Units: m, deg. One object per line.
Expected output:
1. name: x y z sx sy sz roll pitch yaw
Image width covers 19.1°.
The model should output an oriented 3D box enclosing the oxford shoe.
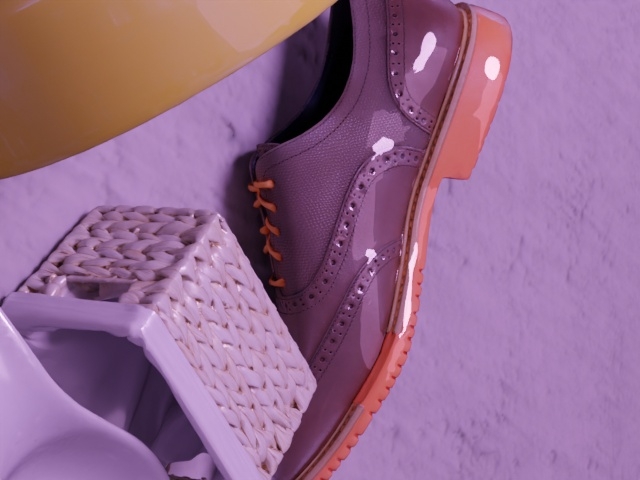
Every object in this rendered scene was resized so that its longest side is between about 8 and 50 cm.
1. oxford shoe: 0.000 0.000 1.241 0.132 0.130 0.364 22 83 -18

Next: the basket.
1. basket: -0.090 0.068 1.113 0.103 0.113 0.167 -58 136 -35

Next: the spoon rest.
1. spoon rest: -0.162 0.120 1.038 0.137 0.084 0.276 -39 123 -23

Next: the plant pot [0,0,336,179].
1. plant pot: -0.128 -0.195 0.936 0.254 0.254 0.239 -44 113 -40
